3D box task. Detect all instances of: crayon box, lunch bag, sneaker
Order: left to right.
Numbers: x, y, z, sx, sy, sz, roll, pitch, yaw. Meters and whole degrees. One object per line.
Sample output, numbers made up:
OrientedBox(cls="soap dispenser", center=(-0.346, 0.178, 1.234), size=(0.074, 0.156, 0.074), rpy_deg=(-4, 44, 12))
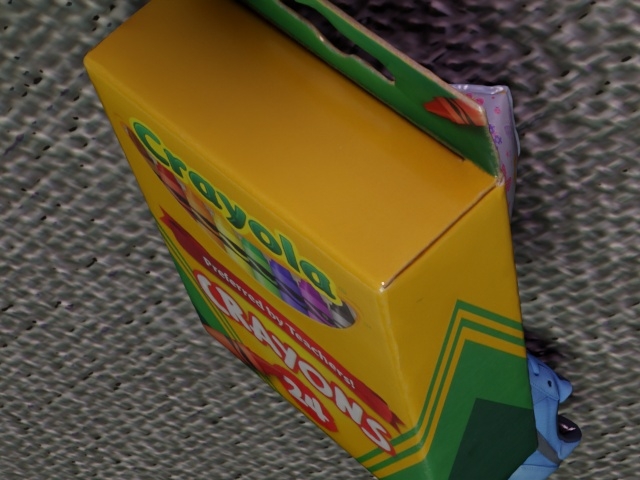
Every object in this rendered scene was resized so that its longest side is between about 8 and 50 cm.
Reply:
OrientedBox(cls="crayon box", center=(0.000, 0.000, 0.826), size=(0.202, 0.081, 0.318), rpy_deg=(38, 161, 30))
OrientedBox(cls="lunch bag", center=(0.074, -0.028, 0.857), size=(0.053, 0.071, 0.083), rpy_deg=(2, 149, 18))
OrientedBox(cls="sneaker", center=(0.102, 0.079, 1.050), size=(0.082, 0.069, 0.209), rpy_deg=(-31, 130, 4))
